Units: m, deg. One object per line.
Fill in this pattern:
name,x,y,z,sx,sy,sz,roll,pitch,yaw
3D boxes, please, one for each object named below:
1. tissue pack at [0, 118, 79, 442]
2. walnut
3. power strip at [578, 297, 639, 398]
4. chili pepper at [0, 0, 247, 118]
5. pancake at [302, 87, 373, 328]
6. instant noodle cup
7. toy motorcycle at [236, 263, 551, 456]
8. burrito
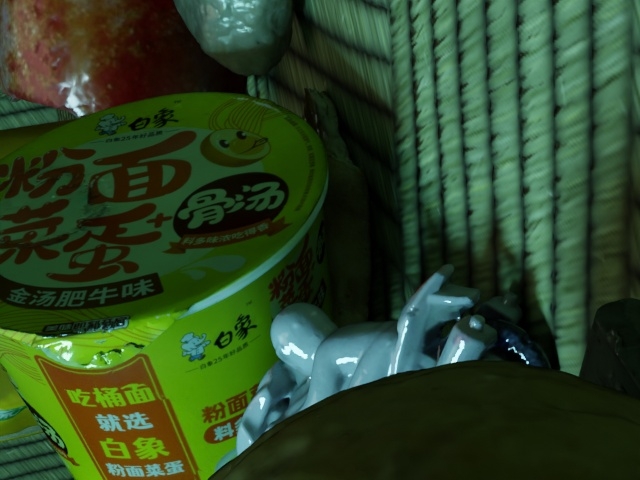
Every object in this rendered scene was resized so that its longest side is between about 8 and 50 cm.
tissue pack,-0.231,0.035,1.403,0.228,0.382,0.293,124,133,-63
walnut,0.081,0.203,0.600,0.333,0.333,0.332,168,90,-74
power strip,0.164,0.127,0.748,0.092,0.034,0.268,-117,22,-43
chili pepper,-0.197,-0.269,1.306,0.229,0.251,0.305,-159,60,-66
pancake,0.000,0.000,1.172,0.212,0.056,0.257,159,100,-73
instant noodle cup,-0.118,0.058,1.057,0.311,0.311,0.221,-126,17,-54
toy motorcycle,0.028,0.111,0.912,0.171,0.110,0.260,48,124,8
burrito,-0.070,-0.294,1.128,0.299,0.105,0.143,96,152,-42
